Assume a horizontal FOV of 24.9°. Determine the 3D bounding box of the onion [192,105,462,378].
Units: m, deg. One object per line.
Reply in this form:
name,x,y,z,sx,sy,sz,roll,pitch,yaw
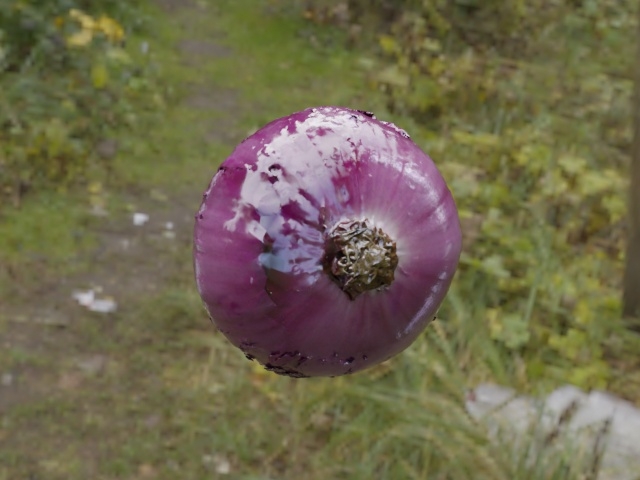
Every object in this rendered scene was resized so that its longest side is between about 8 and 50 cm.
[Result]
onion,0.000,0.000,0.604,0.115,0.115,0.104,1,16,-20
